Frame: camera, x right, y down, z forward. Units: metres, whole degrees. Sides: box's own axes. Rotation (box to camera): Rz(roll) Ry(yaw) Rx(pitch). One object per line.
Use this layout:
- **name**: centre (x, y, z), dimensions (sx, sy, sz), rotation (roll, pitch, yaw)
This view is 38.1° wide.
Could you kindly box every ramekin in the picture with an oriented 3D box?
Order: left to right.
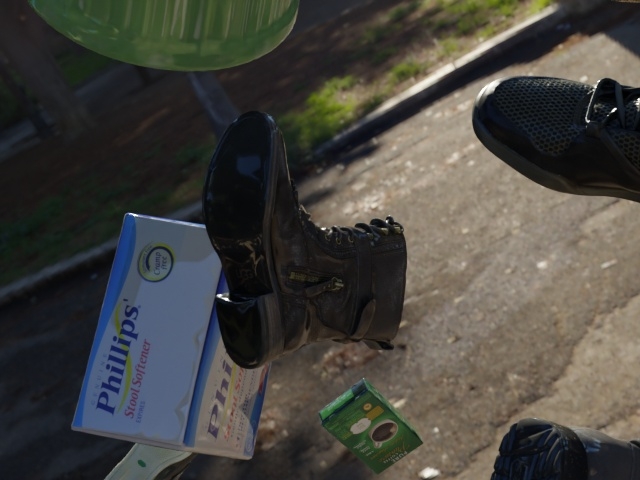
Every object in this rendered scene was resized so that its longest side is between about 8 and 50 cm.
- **ramekin**: centre (-0.155, -0.328, 0.953), dimensions (0.303, 0.303, 0.148), rotation (-48, -15, -41)

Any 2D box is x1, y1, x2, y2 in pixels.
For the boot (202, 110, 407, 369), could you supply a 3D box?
- **boot**: centre (0.000, 0.000, 0.931), dimensions (0.091, 0.262, 0.229), rotation (10, 14, 44)

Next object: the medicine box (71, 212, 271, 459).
- **medicine box**: centre (-0.166, 0.135, 1.196), dimensions (0.149, 0.263, 0.289), rotation (8, -13, 13)

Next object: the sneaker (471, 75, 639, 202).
- **sneaker**: centre (0.208, -0.075, 0.562), dimensions (0.228, 0.130, 0.087), rotation (22, 61, 15)

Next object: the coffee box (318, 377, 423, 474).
- **coffee box**: centre (0.093, 0.343, 1.697), dimensions (0.113, 0.184, 0.040), rotation (-39, 31, 10)

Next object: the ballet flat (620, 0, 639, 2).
- **ballet flat**: centre (0.234, -0.230, 0.414), dimensions (0.348, 0.123, 0.123), rotation (-55, 20, 0)

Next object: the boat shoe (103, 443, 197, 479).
- **boat shoe**: centre (-0.243, 0.338, 1.426), dimensions (0.233, 0.079, 0.084), rotation (-44, 59, -12)

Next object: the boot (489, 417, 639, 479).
- **boot**: centre (0.245, 0.332, 0.877), dimensions (0.118, 0.223, 0.338), rotation (44, 118, 59)
